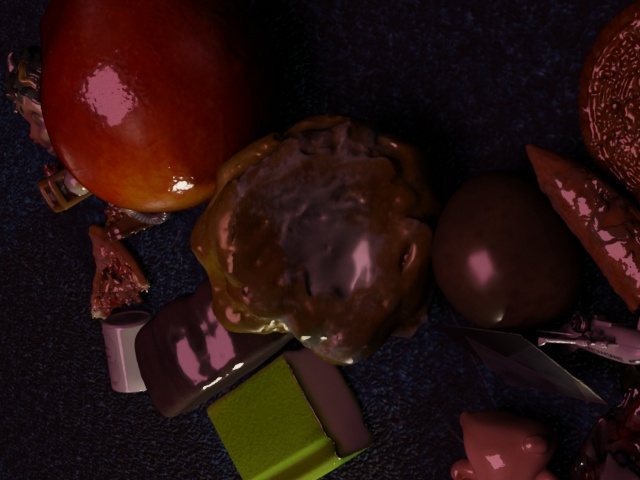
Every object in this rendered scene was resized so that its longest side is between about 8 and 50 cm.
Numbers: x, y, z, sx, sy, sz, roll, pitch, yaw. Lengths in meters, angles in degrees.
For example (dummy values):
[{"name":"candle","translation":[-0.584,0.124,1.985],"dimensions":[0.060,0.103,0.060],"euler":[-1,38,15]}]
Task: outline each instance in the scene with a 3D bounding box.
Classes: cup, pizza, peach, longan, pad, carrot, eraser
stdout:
[{"name":"cup","translation":[-0.360,0.203,2.378],"dimensions":[0.136,0.099,0.133],"euler":[6,110,40]},{"name":"pizza","translation":[-0.401,0.080,2.406],"dimensions":[0.185,0.052,0.195],"euler":[46,131,25]},{"name":"peach","translation":[-0.245,-0.244,1.905],"dimensions":[0.388,0.388,0.388],"euler":[17,116,38]},{"name":"longan","translation":[0.243,0.017,1.692],"dimensions":[0.196,0.196,0.220],"euler":[-25,86,45]},{"name":"pad","translation":[0.263,0.164,1.727],"dimensions":[0.164,0.004,0.243],"euler":[37,166,-18]},{"name":"carrot","translation":[0.351,-0.026,1.620],"dimensions":[0.263,0.102,0.102],"euler":[49,132,12]},{"name":"eraser","translation":[-0.053,0.308,2.143],"dimensions":[0.274,0.092,0.210],"euler":[-36,81,45]}]

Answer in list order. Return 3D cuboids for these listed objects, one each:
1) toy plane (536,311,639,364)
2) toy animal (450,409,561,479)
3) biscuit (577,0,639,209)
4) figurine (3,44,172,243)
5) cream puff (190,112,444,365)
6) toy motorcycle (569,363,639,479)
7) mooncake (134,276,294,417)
[{"name":"toy plane","translation":[0.359,0.123,1.616],"dimensions":[0.171,0.162,0.065],"euler":[-6,83,55]},{"name":"toy animal","translation":[0.264,0.347,1.820],"dimensions":[0.171,0.171,0.197],"euler":[9,108,40]},{"name":"biscuit","translation":[0.444,-0.154,1.549],"dimensions":[0.305,0.038,0.305],"euler":[17,116,38]},{"name":"figurine","translation":[-0.429,-0.176,2.250],"dimensions":[0.261,0.186,0.382],"euler":[-13,102,55]},{"name":"cream puff","translation":[0.000,0.000,1.832],"dimensions":[0.275,0.378,0.378],"euler":[-117,18,-77]},{"name":"toy motorcycle","translation":[0.437,0.247,1.626],"dimensions":[0.207,0.134,0.401],"euler":[44,122,52]},{"name":"mooncake","translation":[-0.152,0.146,2.044],"dimensions":[0.306,0.306,0.154],"euler":[-37,80,44]}]
